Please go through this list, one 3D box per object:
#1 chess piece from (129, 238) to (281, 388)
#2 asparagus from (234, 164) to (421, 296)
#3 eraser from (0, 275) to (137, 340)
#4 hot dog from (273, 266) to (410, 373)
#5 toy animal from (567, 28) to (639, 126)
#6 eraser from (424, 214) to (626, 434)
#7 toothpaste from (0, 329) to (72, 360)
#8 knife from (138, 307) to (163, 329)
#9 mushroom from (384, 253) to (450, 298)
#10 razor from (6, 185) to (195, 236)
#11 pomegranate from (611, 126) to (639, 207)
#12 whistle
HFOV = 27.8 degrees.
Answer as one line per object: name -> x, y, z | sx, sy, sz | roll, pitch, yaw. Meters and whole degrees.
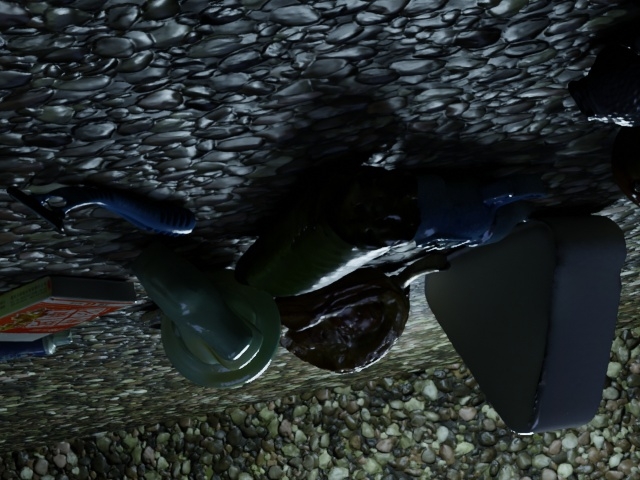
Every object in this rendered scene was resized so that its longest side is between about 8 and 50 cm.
chess piece -> -0.150, 0.099, 1.710 | 0.176, 0.175, 0.298 | -11, 165, 4
asparagus -> 0.000, 0.000, 1.553 | 0.128, 0.108, 0.382 | -11, 170, -22
eraser -> -0.393, 0.098, 1.811 | 0.230, 0.038, 0.157 | -20, 164, 34
hot dog -> 0.023, 0.131, 2.049 | 0.175, 0.114, 0.259 | 39, 145, -21
toy animal -> 0.299, -0.168, 1.176 | 0.117, 0.121, 0.210 | -52, -167, -9
eraser -> 0.330, 0.087, 1.942 | 0.150, 0.331, 0.331 | -4, 166, -32
toothpaste -> -0.516, 0.166, 2.000 | 0.268, 0.047, 0.069 | -8, 180, 5
knife -> -0.142, 0.085, 1.943 | 0.089, 0.043, 0.365 | 2, 162, -46
mushroom -> 0.142, 0.058, 2.027 | 0.061, 0.060, 0.187 | 2, 158, -27
razor -> -0.217, -0.031, 1.385 | 0.082, 0.042, 0.253 | 31, -169, 30
pomegranate -> 0.389, -0.090, 1.434 | 0.130, 0.130, 0.130 | -10, 167, -2
whistle -> 0.177, -0.037, 1.592 | 0.180, 0.093, 0.269 | -21, 170, 35
